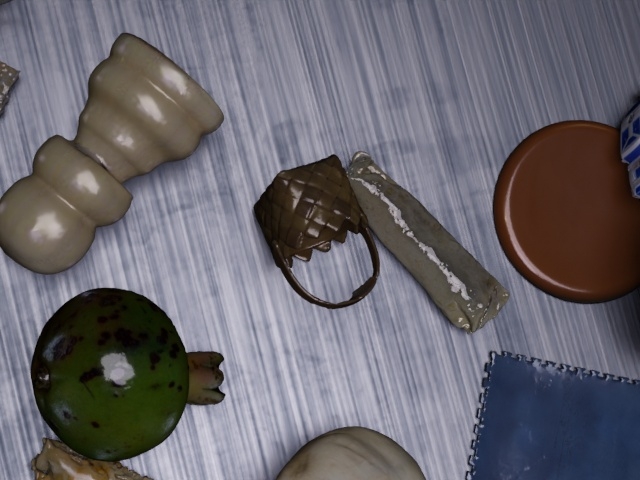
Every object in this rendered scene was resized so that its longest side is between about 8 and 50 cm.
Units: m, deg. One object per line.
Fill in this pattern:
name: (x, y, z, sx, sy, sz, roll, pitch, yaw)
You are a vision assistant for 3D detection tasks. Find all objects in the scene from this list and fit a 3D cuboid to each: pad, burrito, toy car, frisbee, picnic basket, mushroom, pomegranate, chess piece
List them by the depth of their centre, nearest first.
pomegranate: (-0.222, 0.157, 1.494, 0.248, 0.202, 0.202, 4, 80, -40)
mushroom: (0.003, 0.349, 1.496, 0.260, 0.234, 0.254, -37, 125, -49)
chess piece: (-0.269, -0.088, 1.533, 0.167, 0.167, 0.299, 39, 84, -2)
picnic basket: (0.000, 0.000, 1.562, 0.128, 0.138, 0.178, -25, 81, -22)
burrito: (0.125, 0.001, 1.626, 0.275, 0.059, 0.082, 46, 71, -1)
pad: (0.320, 0.294, 1.638, 0.269, 0.012, 0.269, 14, 79, -7)
toy car: (0.438, -0.135, 1.664, 0.070, 0.080, 0.170, 18, 58, -13)
frisbee: (0.353, -0.040, 1.688, 0.251, 0.021, 0.250, 1, 80, -9)

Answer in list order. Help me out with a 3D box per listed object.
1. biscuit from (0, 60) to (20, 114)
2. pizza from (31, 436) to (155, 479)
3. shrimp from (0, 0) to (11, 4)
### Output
biscuit: (-0.484, -0.130, 1.556, 0.133, 0.032, 0.250, 28, 79, -3)
pizza: (-0.244, 0.361, 1.505, 0.189, 0.071, 0.297, -19, 85, -11)
shrimp: (-0.509, -0.330, 1.527, 0.411, 0.166, 0.221, -5, 116, 3)
